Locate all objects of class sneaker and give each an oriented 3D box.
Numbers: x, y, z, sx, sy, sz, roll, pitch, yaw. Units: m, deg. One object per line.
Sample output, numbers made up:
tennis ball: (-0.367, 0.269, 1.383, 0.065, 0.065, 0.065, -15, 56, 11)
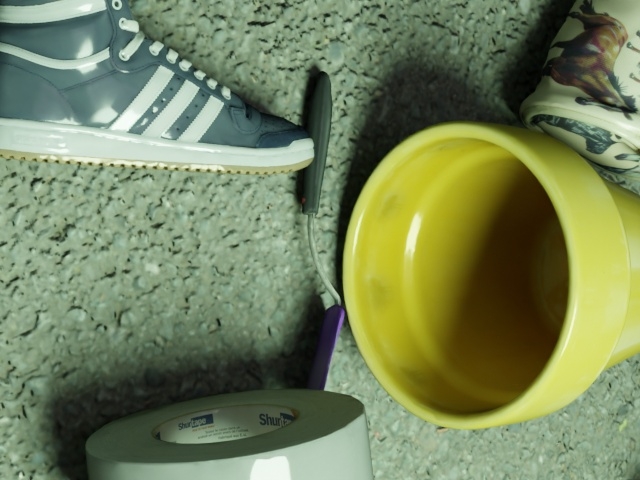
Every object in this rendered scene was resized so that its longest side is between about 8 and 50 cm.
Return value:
sneaker: (-0.129, -0.132, 1.062, 0.282, 0.099, 0.153, 2, 93, -27)

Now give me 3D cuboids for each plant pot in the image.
plant pot: (0.189, 0.029, 1.183, 0.239, 0.254, 0.254, 1, 92, -44)

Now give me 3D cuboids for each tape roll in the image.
tape roll: (-0.069, 0.175, 1.043, 0.219, 0.219, 0.072, -11, 97, -29)

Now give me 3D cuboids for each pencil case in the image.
pencil case: (0.343, -0.243, 1.280, 0.160, 0.183, 0.410, 34, 77, -27)

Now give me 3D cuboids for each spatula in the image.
spatula: (0.000, 0.000, 1.167, 0.030, 0.084, 0.296, -1, 87, -10)
